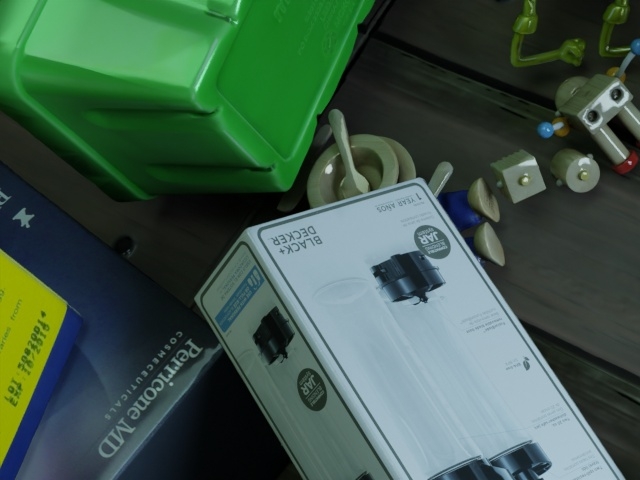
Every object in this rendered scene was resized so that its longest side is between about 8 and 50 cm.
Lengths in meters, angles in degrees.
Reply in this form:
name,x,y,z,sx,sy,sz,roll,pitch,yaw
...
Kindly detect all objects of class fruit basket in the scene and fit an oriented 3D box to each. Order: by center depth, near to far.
name,x,y,z,sx,sy,sz,roll,pitch,yaw
fruit basket,-0.140,-0.228,1.318,0.392,0.283,0.392,-10,64,20

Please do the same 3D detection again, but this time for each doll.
name,x,y,z,sx,sy,sz,roll,pitch,yaw
doll,0.042,0.005,1.269,0.189,0.046,0.129,-16,60,21

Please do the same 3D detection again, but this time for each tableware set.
name,x,y,z,sx,sy,sz,roll,pitch,yaw
tableware set,0.000,0.000,1.239,0.128,0.039,0.194,20,74,35

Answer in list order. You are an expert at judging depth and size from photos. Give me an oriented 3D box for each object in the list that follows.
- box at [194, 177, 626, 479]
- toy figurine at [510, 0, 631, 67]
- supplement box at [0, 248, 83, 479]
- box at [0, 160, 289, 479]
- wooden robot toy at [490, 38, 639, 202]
name,x,y,z,sx,sy,sz,roll,pitch,yaw
box,0.066,0.112,1.085,0.290,0.169,0.087,56,137,17
toy figurine,0.308,-0.271,1.283,0.363,0.191,0.217,-6,33,18
supplement box,-0.333,0.044,0.998,0.195,0.356,0.194,13,71,27
box,-0.220,0.139,1.226,0.294,0.183,0.296,35,81,31
wooden robot toy,0.199,-0.089,1.259,0.173,0.076,0.079,-41,22,-2
